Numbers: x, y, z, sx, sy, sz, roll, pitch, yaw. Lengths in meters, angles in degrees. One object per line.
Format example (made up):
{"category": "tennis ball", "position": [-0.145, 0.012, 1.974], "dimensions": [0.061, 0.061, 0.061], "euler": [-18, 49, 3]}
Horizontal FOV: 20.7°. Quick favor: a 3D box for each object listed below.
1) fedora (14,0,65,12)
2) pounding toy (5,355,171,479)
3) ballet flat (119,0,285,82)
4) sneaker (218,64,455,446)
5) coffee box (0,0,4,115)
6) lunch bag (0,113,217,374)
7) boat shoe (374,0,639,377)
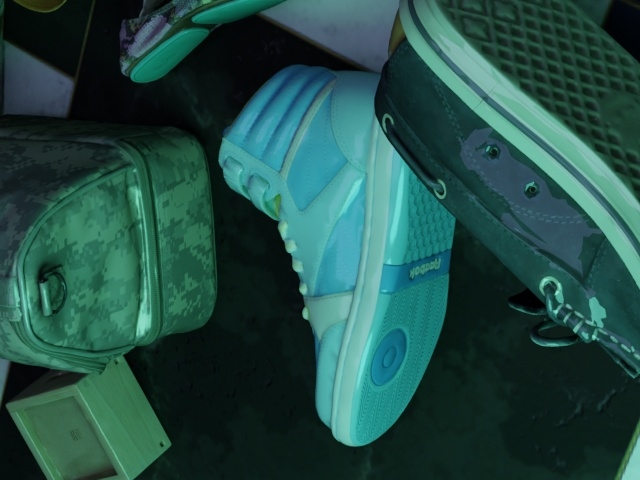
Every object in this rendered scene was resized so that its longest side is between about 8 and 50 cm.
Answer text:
{"category": "fedora", "position": [-0.298, -0.282, 1.557], "dimensions": [0.194, 0.079, 0.194], "euler": [26, 132, 34]}
{"category": "pounding toy", "position": [-0.234, 0.168, 1.730], "dimensions": [0.141, 0.100, 0.130], "euler": [-18, 104, 40]}
{"category": "ballet flat", "position": [-0.108, -0.214, 1.549], "dimensions": [0.221, 0.077, 0.079], "euler": [-25, 78, 41]}
{"category": "sneaker", "position": [0.000, 0.000, 1.488], "dimensions": [0.208, 0.127, 0.319], "euler": [16, 101, 31]}
{"category": "coffee box", "position": [-0.387, -0.238, 1.705], "dimensions": [0.098, 0.141, 0.247], "euler": [17, 110, 33]}
{"category": "lunch bag", "position": [-0.284, 0.006, 1.614], "dimensions": [0.305, 0.256, 0.213], "euler": [8, 106, 35]}
{"category": "boat shoe", "position": [0.226, 0.005, 1.280], "dimensions": [0.500, 0.187, 0.156], "euler": [46, 137, 10]}
